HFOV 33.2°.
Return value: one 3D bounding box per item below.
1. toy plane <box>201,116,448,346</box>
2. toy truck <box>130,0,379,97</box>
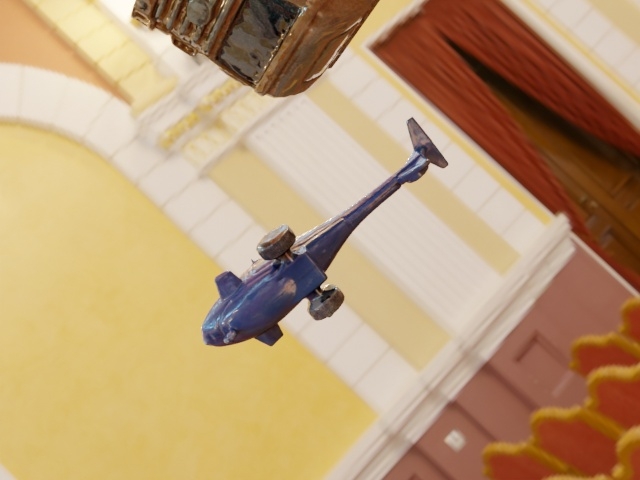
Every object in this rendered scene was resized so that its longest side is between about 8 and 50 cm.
[{"bbox_3d":[0.000,0.000,0.582,0.167,0.054,0.062,-40,19,-2],"label":"toy plane"},{"bbox_3d":[0.022,-0.184,0.566,0.257,0.140,0.108,-56,5,-31],"label":"toy truck"}]
